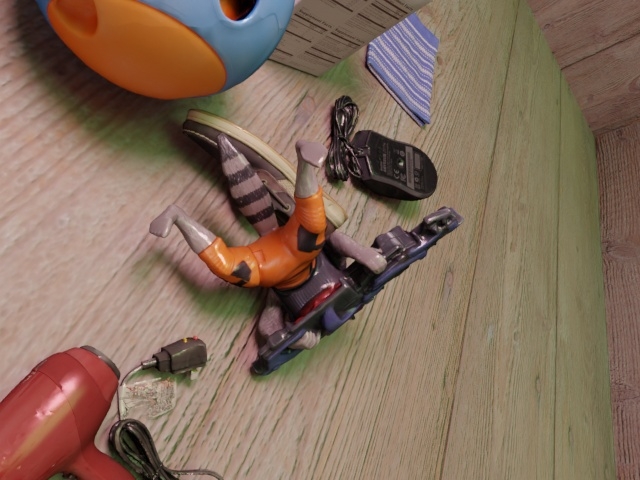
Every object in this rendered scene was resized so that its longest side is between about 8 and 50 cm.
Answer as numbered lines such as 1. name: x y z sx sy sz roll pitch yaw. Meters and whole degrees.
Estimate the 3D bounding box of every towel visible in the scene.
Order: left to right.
1. towel: 0.218 -0.479 1.226 0.243 0.040 0.336 36 52 -33

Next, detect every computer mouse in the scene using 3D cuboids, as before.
1. computer mouse: 0.119 -0.157 0.974 0.272 0.072 0.189 19 63 -29

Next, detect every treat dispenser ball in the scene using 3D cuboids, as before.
1. treat dispenser ball: -0.169 -0.305 0.536 0.288 0.288 0.288 21 61 -42

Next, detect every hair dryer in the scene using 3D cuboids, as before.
1. hair dryer: -0.207 0.210 0.452 0.293 0.080 0.224 2 74 -47

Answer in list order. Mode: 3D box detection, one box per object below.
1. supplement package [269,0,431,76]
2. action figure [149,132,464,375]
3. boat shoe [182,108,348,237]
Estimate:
1. supplement package: 0.008 -0.446 0.806 0.198 0.262 0.199 -1 75 -48
2. action figure: 0.000 0.000 0.637 0.178 0.341 0.330 54 -4 40
3. boat shoe: -0.081 -0.076 0.693 0.285 0.103 0.092 35 84 -34
